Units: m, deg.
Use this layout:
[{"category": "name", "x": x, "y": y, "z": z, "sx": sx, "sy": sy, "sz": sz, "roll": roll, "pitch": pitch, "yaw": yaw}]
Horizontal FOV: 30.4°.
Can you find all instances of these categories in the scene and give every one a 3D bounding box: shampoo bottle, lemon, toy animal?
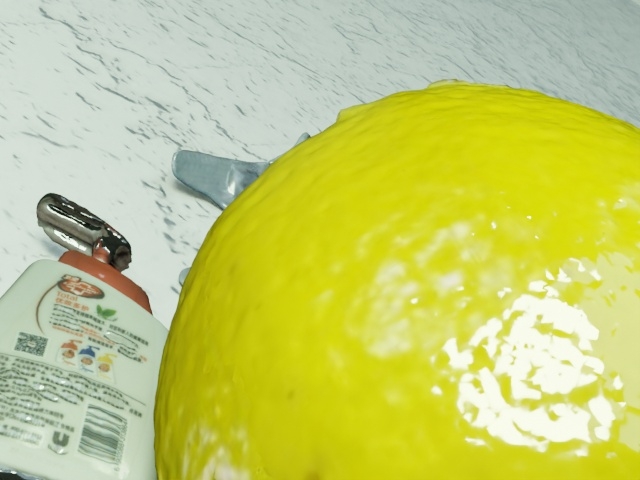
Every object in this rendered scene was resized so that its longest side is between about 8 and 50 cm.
[{"category": "shampoo bottle", "x": -0.153, "y": 0.068, "z": 0.689, "sx": 0.153, "sy": 0.071, "sz": 0.284, "roll": 22, "pitch": 27, "yaw": -12}, {"category": "lemon", "x": 0.100, "y": 0.120, "z": 0.559, "sx": 0.364, "sy": 0.364, "sz": 0.364, "roll": 24, "pitch": 29, "yaw": -14}, {"category": "toy animal", "x": 0.000, "y": 0.000, "z": 0.947, "sx": 0.255, "sy": 0.176, "sz": 0.239, "roll": -31, "pitch": 57, "yaw": -21}]
